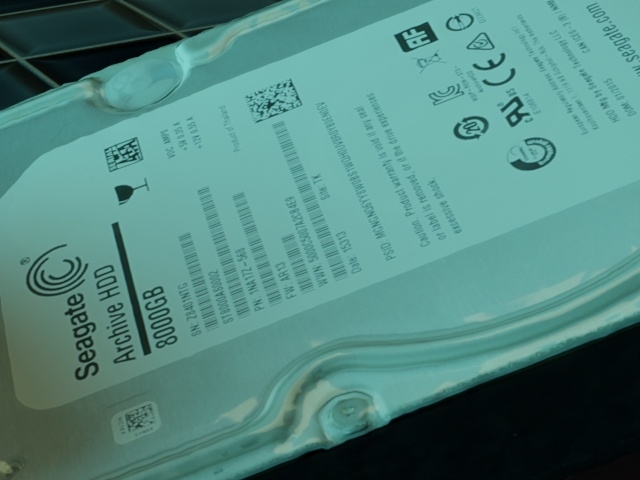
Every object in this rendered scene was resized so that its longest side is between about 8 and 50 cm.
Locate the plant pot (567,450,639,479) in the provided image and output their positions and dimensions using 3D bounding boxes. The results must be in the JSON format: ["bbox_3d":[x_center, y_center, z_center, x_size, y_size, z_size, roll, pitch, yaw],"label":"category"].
[{"bbox_3d":[0.096,0.090,0.665,0.275,0.275,0.243,13,39,31],"label":"plant pot"}]

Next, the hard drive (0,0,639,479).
[{"bbox_3d":[0.000,0.000,0.572,0.339,0.064,0.237,-22,40,0],"label":"hard drive"}]
